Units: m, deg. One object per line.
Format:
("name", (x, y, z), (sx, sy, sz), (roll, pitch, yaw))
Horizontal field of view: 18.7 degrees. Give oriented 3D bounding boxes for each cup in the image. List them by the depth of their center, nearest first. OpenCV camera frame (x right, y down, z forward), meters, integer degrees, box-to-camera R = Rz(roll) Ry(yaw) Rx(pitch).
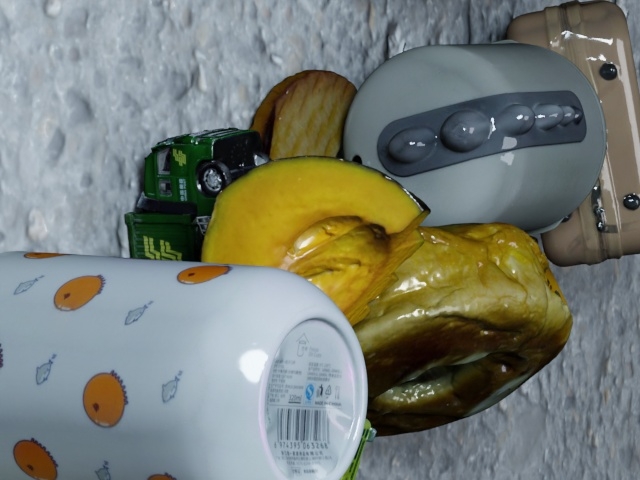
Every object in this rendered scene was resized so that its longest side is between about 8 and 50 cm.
("cup", (-0.132, 0.120, 1.563), (0.212, 0.317, 0.212), (-5, 96, -55))

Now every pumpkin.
("pumpkin", (-0.022, 0.015, 1.696), (0.254, 0.149, 0.130), (-48, 170, 16))

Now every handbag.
("handbag", (0.308, -0.139, 2.304), (0.283, 0.149, 0.302), (-75, 153, -77))

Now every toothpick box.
("toothpick box", (0.162, -0.105, 2.023), (0.316, 0.229, 0.229), (-9, 99, -62))

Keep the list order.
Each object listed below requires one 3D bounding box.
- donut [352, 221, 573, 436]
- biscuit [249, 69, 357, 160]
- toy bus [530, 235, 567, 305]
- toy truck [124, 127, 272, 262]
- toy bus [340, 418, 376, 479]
("donut", (0.088, 0.082, 1.913), (0.330, 0.330, 0.160), (18, 54, -54))
("biscuit", (-0.019, -0.076, 1.968), (0.228, 0.031, 0.176), (-48, 130, -45))
("toy bus", (0.232, 0.044, 2.294), (0.162, 0.074, 0.069), (59, 45, -37))
("toy truck", (-0.102, 0.029, 1.774), (0.088, 0.121, 0.259), (-16, 104, -53))
("toy bus", (-0.011, 0.185, 1.722), (0.175, 0.088, 0.101), (26, 82, -79))
